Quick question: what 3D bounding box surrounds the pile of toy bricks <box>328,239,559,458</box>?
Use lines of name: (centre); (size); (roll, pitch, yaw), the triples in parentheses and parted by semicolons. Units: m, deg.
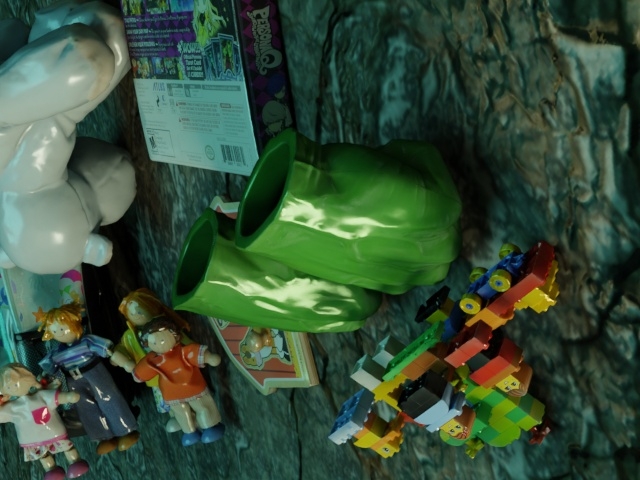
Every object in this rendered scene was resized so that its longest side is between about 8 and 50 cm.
pile of toy bricks: (0.101, 0.100, 0.825); (0.105, 0.118, 0.212); (35, 138, -9)

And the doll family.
doll family: (-0.217, 0.136, 1.309); (0.118, 0.263, 0.163); (-68, -42, -69)

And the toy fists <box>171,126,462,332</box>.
toy fists: (0.000, 0.000, 0.895); (0.279, 0.142, 0.096); (141, 141, -59)

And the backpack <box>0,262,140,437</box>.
backpack: (-0.318, 0.088, 1.446); (0.225, 0.191, 0.254); (-152, 55, -79)

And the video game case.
video game case: (-0.105, -0.166, 1.093); (0.232, 0.041, 0.210); (12, 114, 58)

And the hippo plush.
hippo plush: (-0.264, -0.085, 1.250); (0.234, 0.294, 0.237); (-8, 120, 31)

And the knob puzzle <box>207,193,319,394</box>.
knob puzzle: (-0.079, 0.053, 1.170); (0.213, 0.030, 0.213); (36, 134, 49)
